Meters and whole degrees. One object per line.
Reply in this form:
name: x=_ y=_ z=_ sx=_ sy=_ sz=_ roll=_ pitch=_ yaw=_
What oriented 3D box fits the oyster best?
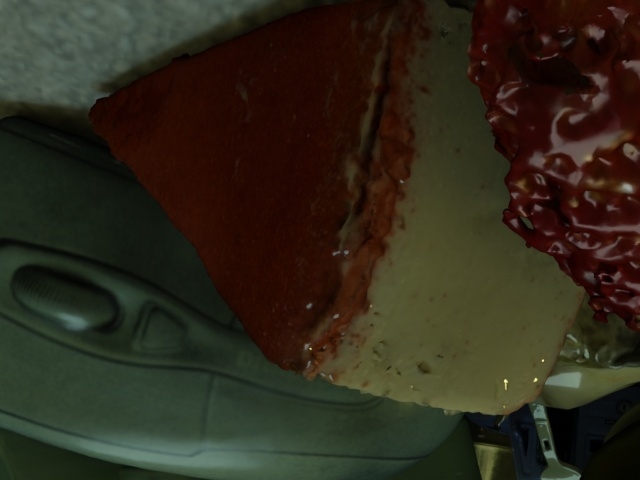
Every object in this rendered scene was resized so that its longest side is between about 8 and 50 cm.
oyster: x=0.199 y=0.057 z=0.813 sx=0.275 sy=0.100 sz=0.271 roll=-11 pitch=162 yaw=2

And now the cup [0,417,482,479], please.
cup: x=-0.084 y=0.205 z=1.026 sx=0.392 sy=0.310 sz=0.401 roll=-2 pitch=135 yaw=-38

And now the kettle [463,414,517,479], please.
kettle: x=0.138 y=0.363 z=1.481 sx=0.321 sy=0.324 sz=0.228 roll=7 pitch=164 yaw=8

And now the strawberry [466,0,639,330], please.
strawberry: x=0.119 y=-0.034 z=0.467 sx=0.121 sy=0.082 sz=0.188 roll=-5 pitch=124 yaw=21

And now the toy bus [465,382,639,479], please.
toy bus: x=0.248 y=0.152 z=1.042 sx=0.292 sy=0.133 sz=0.125 roll=1 pitch=162 yaw=27

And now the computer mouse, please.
computer mouse: x=-0.070 y=0.050 z=0.771 sx=0.371 sy=0.188 sz=0.122 roll=16 pitch=-177 yaw=-12

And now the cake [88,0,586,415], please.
cake: x=0.000 y=0.000 z=0.629 sx=0.158 sy=0.159 sz=0.262 roll=18 pitch=164 yaw=-35

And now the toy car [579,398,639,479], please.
toy car: x=0.261 y=0.228 z=0.861 sx=0.204 sy=0.247 sz=0.198 roll=-10 pitch=-176 yaw=29

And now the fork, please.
fork: x=0.163 y=0.130 z=0.970 sx=0.034 sy=0.219 sz=0.028 roll=-5 pitch=-158 yaw=36
